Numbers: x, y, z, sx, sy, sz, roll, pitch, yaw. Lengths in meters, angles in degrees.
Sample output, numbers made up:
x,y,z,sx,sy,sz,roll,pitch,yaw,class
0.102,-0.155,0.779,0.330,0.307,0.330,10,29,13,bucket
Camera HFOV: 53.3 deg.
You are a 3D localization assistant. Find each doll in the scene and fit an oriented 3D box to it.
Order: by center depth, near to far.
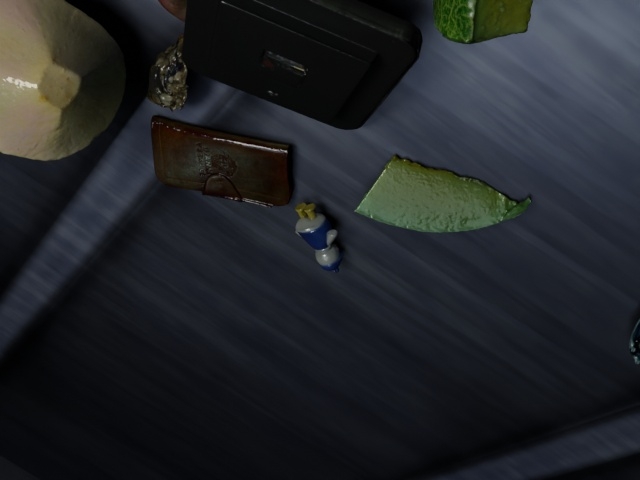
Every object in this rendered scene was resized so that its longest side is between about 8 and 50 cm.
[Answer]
x,y,z,sx,sy,sz,roll,pitch,yaw,class
0.000,0.000,1.097,0.099,0.057,0.143,5,131,47,doll

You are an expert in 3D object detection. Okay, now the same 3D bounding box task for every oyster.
x,y,z,sx,sy,sz,roll,pitch,yaw,class
-0.238,-0.251,0.987,0.051,0.103,0.148,-2,155,-26,oyster

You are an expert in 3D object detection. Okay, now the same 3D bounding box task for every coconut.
x,y,z,sx,sy,sz,roll,pitch,yaw,class
-0.417,-0.244,0.953,0.259,0.259,0.259,12,129,15,coconut

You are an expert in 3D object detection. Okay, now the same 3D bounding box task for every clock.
x,y,z,sx,sy,sz,roll,pitch,yaw,class
-0.040,-0.236,0.819,0.279,0.049,0.273,20,165,-9,clock

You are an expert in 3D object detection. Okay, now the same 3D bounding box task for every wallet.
x,y,z,sx,sy,sz,roll,pitch,yaw,class
-0.168,-0.128,1.087,0.255,0.031,0.137,13,129,14,wallet

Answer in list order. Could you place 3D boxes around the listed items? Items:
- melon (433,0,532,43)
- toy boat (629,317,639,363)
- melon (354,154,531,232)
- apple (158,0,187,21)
x,y,z,sx,sy,sz,roll,pitch,yaw,class
0.207,-0.374,0.653,0.124,0.196,0.323,12,124,-3,melon
0.515,0.136,0.974,0.060,0.061,0.137,22,132,7,toy boat
0.188,-0.069,0.984,0.262,0.053,0.114,8,110,13,melon
-0.145,-0.356,0.831,0.153,0.120,0.153,11,160,4,apple
